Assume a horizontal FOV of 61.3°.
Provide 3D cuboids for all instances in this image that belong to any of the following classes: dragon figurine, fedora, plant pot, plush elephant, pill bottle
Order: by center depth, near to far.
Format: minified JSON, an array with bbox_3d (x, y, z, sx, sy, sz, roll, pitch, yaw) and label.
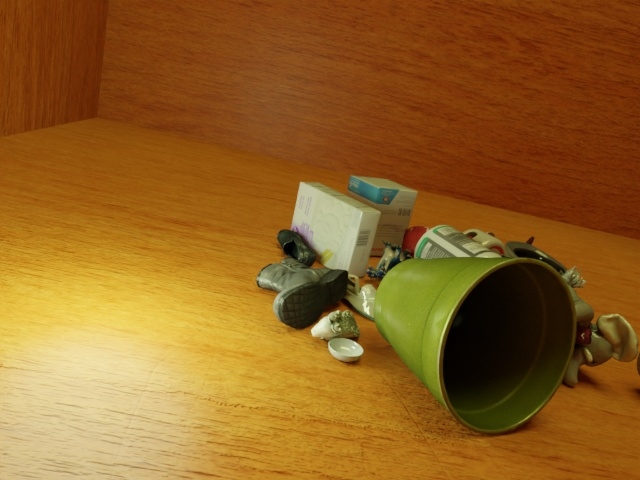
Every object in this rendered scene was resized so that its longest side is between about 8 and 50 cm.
[{"bbox_3d":[0.306,0.188,1.234,0.367,0.366,0.353,5,7,-27],"label":"plant pot"},{"bbox_3d":[0.659,0.255,1.442,0.330,0.272,0.255,-33,81,-24],"label":"plush elephant"},{"bbox_3d":[0.489,0.104,1.796,0.204,0.204,0.361,4,22,-28],"label":"pill bottle"},{"bbox_3d":[0.244,0.088,1.868,0.085,0.144,0.289,20,-1,27],"label":"dragon figurine"},{"bbox_3d":[0.839,0.124,2.140,0.244,0.124,0.275,-3,32,-38],"label":"fedora"}]

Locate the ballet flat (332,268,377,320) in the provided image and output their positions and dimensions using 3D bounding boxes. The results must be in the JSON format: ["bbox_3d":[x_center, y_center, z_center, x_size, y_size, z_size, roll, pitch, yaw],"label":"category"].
[{"bbox_3d":[0.110,0.151,1.570,0.086,0.086,0.248,-4,24,-45],"label":"ballet flat"}]

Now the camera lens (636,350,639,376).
[{"bbox_3d":[0.968,0.354,1.338,0.219,0.219,0.274,9,17,-14],"label":"camera lens"}]

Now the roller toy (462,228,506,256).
[{"bbox_3d":[0.589,0.064,2.026,0.209,0.191,0.146,2,21,-33],"label":"roller toy"}]

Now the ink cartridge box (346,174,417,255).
[{"bbox_3d":[0.216,-0.095,2.117,0.198,0.270,0.197,3,19,-33],"label":"ink cartridge box"}]

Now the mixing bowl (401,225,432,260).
[{"bbox_3d":[0.374,0.046,2.015,0.181,0.181,0.098,20,50,21],"label":"mixing bowl"}]

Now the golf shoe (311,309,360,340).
[{"bbox_3d":[0.038,0.216,1.339,0.176,0.086,0.069,28,39,-59],"label":"golf shoe"}]

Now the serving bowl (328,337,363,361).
[{"bbox_3d":[0.057,0.261,1.268,0.083,0.027,0.083,13,16,-4],"label":"serving bowl"}]

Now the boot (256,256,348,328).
[{"bbox_3d":[-0.089,0.135,1.471,0.223,0.118,0.338,12,12,27],"label":"boot"}]

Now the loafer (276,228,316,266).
[{"bbox_3d":[-0.096,0.018,1.846,0.078,0.076,0.223,11,19,-37],"label":"loafer"}]

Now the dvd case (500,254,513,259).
[{"bbox_3d":[0.702,0.116,1.869,0.179,0.029,0.238,20,-10,20],"label":"dvd case"}]

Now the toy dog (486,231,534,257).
[{"bbox_3d":[0.789,0.031,2.339,0.334,0.161,0.220,9,17,-14],"label":"toy dog"}]

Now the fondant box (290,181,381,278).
[{"bbox_3d":[0.038,-0.042,1.864,0.096,0.238,0.330,-3,23,-40],"label":"fondant box"}]
